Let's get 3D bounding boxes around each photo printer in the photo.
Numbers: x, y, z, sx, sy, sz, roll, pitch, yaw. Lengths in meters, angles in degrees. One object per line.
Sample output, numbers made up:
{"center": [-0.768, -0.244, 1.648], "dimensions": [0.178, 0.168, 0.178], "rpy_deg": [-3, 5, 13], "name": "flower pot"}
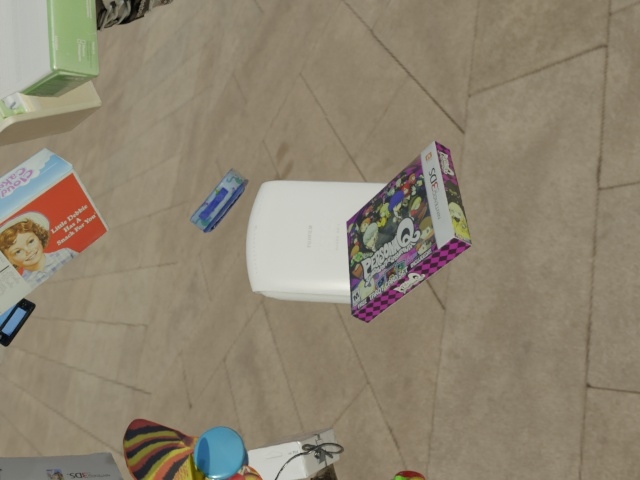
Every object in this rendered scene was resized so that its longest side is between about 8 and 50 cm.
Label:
{"center": [0.000, 0.000, 1.290], "dimensions": [0.107, 0.308, 0.255], "rpy_deg": [53, -140, -77], "name": "photo printer"}

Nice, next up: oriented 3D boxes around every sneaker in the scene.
{"center": [0.002, 0.567, 1.473], "dimensions": [0.188, 0.071, 0.066], "rpy_deg": [137, 125, -82], "name": "sneaker"}
{"center": [-0.296, -0.392, 0.957], "dimensions": [0.122, 0.146, 0.330], "rpy_deg": [-19, 49, 50], "name": "sneaker"}

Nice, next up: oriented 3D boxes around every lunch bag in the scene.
{"center": [-0.333, -0.130, 2.069], "dimensions": [0.219, 0.090, 0.176], "rpy_deg": [-50, 7, 9], "name": "lunch bag"}

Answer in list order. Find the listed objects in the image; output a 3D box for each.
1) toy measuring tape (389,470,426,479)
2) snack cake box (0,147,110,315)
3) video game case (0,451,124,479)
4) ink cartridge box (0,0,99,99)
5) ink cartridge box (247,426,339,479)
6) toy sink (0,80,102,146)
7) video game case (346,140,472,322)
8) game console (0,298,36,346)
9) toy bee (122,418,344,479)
{"center": [0.176, 0.589, 1.367], "dimensions": [0.330, 0.122, 0.121], "rpy_deg": [110, 155, -49], "name": "toy measuring tape"}
{"center": [-0.479, -0.002, 0.967], "dimensions": [0.089, 0.152, 0.264], "rpy_deg": [30, 60, 32], "name": "snack cake box"}
{"center": [-0.338, 0.292, 0.523], "dimensions": [0.269, 0.244, 0.061], "rpy_deg": [-49, 57, 10], "name": "video game case"}
{"center": [-0.340, -0.253, 0.733], "dimensions": [0.235, 0.056, 0.171], "rpy_deg": [-4, 90, 46], "name": "ink cartridge box"}
{"center": [-0.059, 0.489, 1.426], "dimensions": [0.140, 0.191, 0.082], "rpy_deg": [-17, 79, 21], "name": "ink cartridge box"}
{"center": [-0.634, -0.305, 1.365], "dimensions": [0.153, 0.234, 0.131], "rpy_deg": [-22, 96, 38], "name": "toy sink"}
{"center": [0.128, -0.013, 0.990], "dimensions": [0.232, 0.042, 0.210], "rpy_deg": [-43, 33, 37], "name": "video game case"}
{"center": [-0.784, 0.185, 1.544], "dimensions": [0.107, 0.071, 0.122], "rpy_deg": [12, 65, 43], "name": "game console"}
{"center": [-0.137, 0.342, 0.862], "dimensions": [0.299, 0.195, 0.162], "rpy_deg": [-4, 59, 20], "name": "toy bee"}
